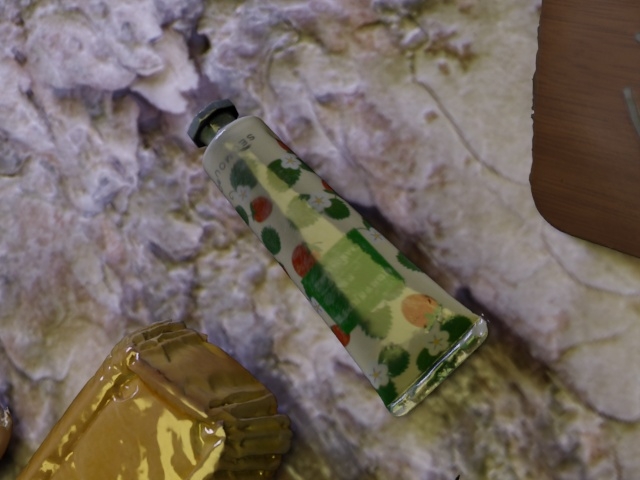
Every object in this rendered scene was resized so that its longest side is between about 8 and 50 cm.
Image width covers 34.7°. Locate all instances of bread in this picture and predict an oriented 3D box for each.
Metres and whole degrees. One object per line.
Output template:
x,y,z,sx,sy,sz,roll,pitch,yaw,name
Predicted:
-0.152,0.199,0.728,0.152,0.119,0.288,36,92,21,bread

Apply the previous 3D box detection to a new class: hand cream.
0.000,0.000,0.759,0.095,0.059,0.276,-46,71,7,hand cream

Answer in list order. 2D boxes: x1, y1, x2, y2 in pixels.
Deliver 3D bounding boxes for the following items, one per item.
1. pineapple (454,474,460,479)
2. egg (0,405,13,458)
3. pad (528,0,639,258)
0.099,0.228,0.637,0.277,0.119,0.130,-5,119,20,pineapple
-0.292,0.158,0.812,0.096,0.080,0.080,-46,66,13,egg
0.243,-0.103,0.584,0.286,0.018,0.284,23,123,44,pad
